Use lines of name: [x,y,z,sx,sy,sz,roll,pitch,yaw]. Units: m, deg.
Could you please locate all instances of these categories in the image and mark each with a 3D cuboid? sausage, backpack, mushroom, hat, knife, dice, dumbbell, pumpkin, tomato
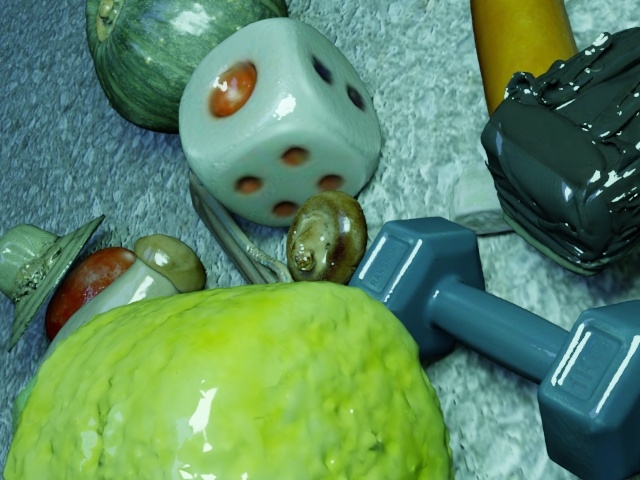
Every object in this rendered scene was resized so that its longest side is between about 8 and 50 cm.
sausage: [0.223,-0.215,0.947,0.105,0.105,0.274,-23,54,30]
backpack: [0.271,-0.107,0.759,0.258,0.133,0.206,-37,40,-3]
mushroom: [-0.289,0.143,1.172,0.350,0.128,0.128,-51,44,3]
mushroom: [0.007,0.003,1.023,0.126,0.085,0.109,-52,20,28]
hat: [-0.436,0.034,1.294,0.252,0.110,0.252,-52,13,17]
knife: [-0.106,-0.003,1.136,0.365,0.043,0.089,48,134,50]
dice: [-0.049,-0.143,1.077,0.193,0.192,0.194,-32,48,25]
dumbbell: [0.174,0.087,0.791,0.144,0.156,0.316,-36,39,-24]
pumpkin: [-0.190,-0.316,1.248,0.291,0.257,0.327,-35,53,39]
tomato: [-0.348,0.084,1.286,0.166,0.082,0.174,0,69,42]

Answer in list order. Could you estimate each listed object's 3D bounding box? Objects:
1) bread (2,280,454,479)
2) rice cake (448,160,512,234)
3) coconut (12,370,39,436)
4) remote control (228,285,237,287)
bread: [-0.076,0.205,0.771,0.308,0.348,0.348,-16,57,47]
rice cake: [0.285,-0.053,0.831,0.365,0.056,0.072,-4,54,39]
coconut: [-0.243,0.227,1.033,0.205,0.236,0.235,-8,59,66]
remote control: [-0.125,0.120,1.107,0.122,0.032,0.074,-53,45,2]
